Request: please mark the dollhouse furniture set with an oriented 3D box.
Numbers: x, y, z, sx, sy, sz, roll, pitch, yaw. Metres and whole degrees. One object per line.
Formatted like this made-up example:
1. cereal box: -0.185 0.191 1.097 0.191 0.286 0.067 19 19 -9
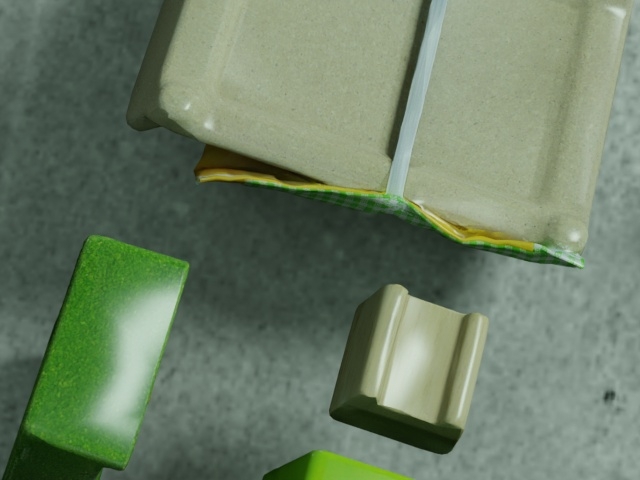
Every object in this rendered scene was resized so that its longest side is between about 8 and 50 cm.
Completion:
1. dollhouse furniture set: 0.000 0.000 0.756 0.198 0.151 0.301 19 65 -6
